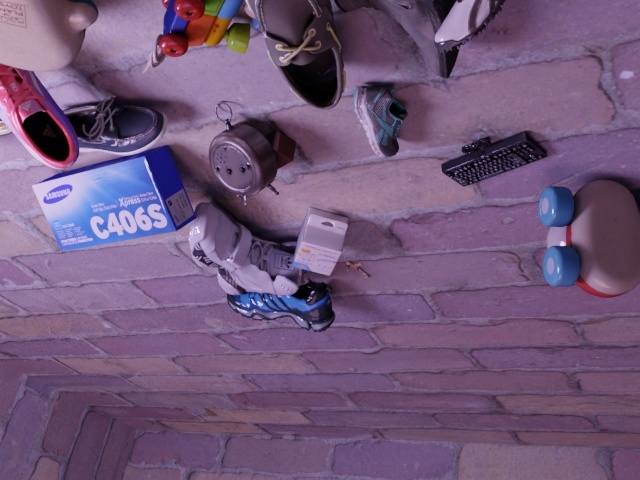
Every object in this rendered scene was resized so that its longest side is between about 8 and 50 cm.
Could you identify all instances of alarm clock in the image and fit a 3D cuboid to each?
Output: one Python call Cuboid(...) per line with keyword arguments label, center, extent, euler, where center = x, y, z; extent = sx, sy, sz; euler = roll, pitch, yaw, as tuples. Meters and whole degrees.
Cuboid(label="alarm clock", center=(-0.153, -0.163, 1.371), extent=(0.129, 0.064, 0.192), euler=(-2, 115, 39))

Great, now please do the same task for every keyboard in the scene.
Cuboid(label="keyboard", center=(0.301, -0.145, 1.335), extent=(0.108, 0.023, 0.180), euler=(32, 144, -33))

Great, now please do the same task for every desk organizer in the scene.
Cuboid(label="desk organizer", center=(-0.107, -0.160, 1.429), extent=(0.050, 0.047, 0.130), euler=(28, 147, -32))

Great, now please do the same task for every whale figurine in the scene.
Cuboid(label="whale figurine", center=(-0.425, -0.367, 1.068), extent=(0.216, 0.141, 0.272), euler=(10, 152, -10))

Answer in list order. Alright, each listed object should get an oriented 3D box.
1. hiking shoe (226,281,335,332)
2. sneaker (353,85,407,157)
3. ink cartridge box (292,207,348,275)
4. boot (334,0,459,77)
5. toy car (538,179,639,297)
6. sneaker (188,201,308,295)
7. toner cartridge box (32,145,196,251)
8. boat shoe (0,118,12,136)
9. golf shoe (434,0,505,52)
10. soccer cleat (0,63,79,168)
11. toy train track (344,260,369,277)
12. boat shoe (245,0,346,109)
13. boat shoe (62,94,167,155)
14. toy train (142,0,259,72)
Cuboid(label="hiking shoe", center=(-0.104, 0.138, 1.934), extent=(0.304, 0.113, 0.132), euler=(8, 122, 18))
Cuboid(label="sneaker", center=(0.114, -0.200, 1.265), extent=(0.076, 0.065, 0.166), euler=(-6, 149, 22))
Cuboid(label="ink cartridge box", center=(0.000, 0.000, 1.631), extent=(0.092, 0.090, 0.143), euler=(14, 152, -5))
Cuboid(label="boot", center=(0.103, -0.331, 1.040), extent=(0.161, 0.083, 0.246), euler=(10, 154, 27))
Cuboid(label="toy car", center=(0.496, 0.017, 1.397), extent=(0.219, 0.210, 0.238), euler=(2, 165, -6))
Cuboid(label="sneaker", center=(-0.152, 0.024, 1.690), extent=(0.210, 0.137, 0.366), euler=(2, 154, 13))
Cuboid(label="toner cartridge box", center=(-0.441, -0.082, 1.575), extent=(0.347, 0.075, 0.165), euler=(-9, 109, 32))
Cuboid(label="boat shoe", center=(-0.668, -0.246, 1.459), extent=(0.190, 0.068, 0.072), euler=(-1, 135, 19))
Cuboid(label="golf shoe", center=(0.202, -0.333, 0.945), extent=(0.094, 0.077, 0.198), euler=(35, 112, -20))
Cuboid(label="soccer cleat", center=(-0.519, -0.255, 1.256), extent=(0.318, 0.108, 0.116), euler=(57, 166, -27))
Cuboid(label="toy train track", center=(0.090, 0.074, 1.810), extent=(0.048, 0.014, 0.083), euler=(-15, 142, 40))
Cuboid(label="boat shoe", center=(-0.025, -0.285, 1.048), extent=(0.109, 0.091, 0.305), euler=(-17, 161, 9))
Cuboid(label="boat shoe", center=(-0.402, -0.217, 1.387), extent=(0.254, 0.095, 0.079), euler=(6, 163, 29))
Cuboid(label="toy train", center=(-0.172, -0.316, 1.130), extent=(0.143, 0.105, 0.248), euler=(8, 154, -23))
